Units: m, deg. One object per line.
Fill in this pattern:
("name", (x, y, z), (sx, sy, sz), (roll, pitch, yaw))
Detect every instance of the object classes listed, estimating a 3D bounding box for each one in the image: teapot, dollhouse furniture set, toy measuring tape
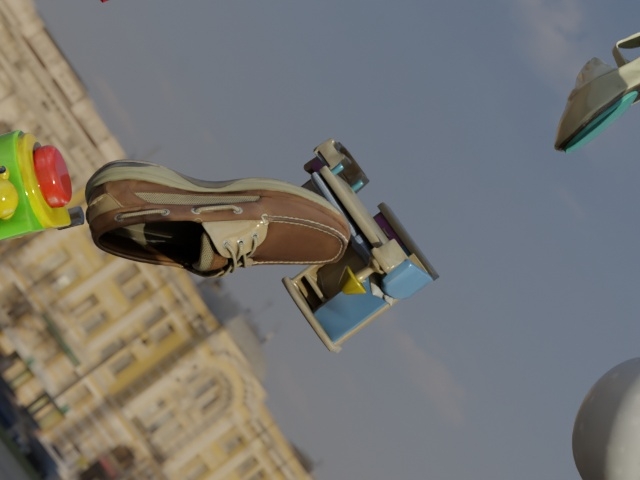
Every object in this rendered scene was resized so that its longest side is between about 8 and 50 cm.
("teapot", (0.500, 0.292, 1.960), (0.256, 0.252, 0.187), (53, -10, -27))
("dollhouse furniture set", (0.000, 0.000, 1.964), (0.286, 0.198, 0.303), (55, 7, 16))
("toy measuring tape", (-0.327, -0.063, 1.542), (0.121, 0.121, 0.330), (53, 3, 0))

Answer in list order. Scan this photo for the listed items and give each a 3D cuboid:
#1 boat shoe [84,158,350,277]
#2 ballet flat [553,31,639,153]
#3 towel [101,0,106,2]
("boat shoe", (-0.124, -0.005, 1.645), (0.123, 0.324, 0.116), (105, -11, -45))
("ballet flat", (0.344, -0.184, 1.567), (0.086, 0.248, 0.086), (47, -25, 30))
("towel", (-0.217, -0.398, 1.574), (0.031, 0.275, 0.199), (-1, -68, 20))
